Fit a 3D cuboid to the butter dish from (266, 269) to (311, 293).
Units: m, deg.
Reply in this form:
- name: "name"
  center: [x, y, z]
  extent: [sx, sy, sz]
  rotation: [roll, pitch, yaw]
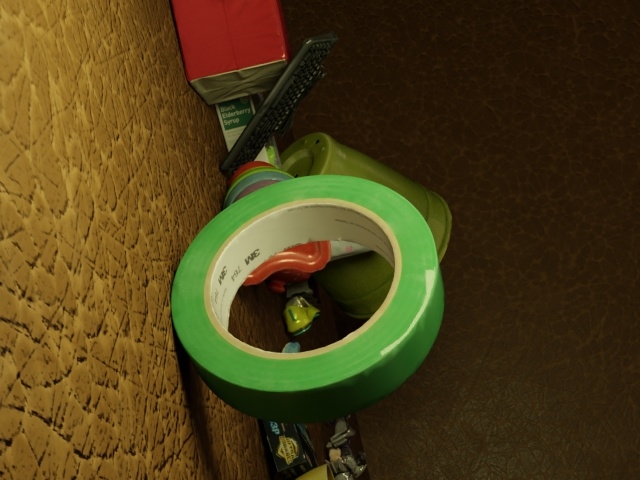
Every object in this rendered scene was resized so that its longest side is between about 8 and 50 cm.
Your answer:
- name: "butter dish"
  center: [-0.077, 0.044, 1.932]
  extent: [0.160, 0.160, 0.118]
  rotation: [57, 42, -77]

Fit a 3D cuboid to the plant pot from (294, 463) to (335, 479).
- name: "plant pot"
  center: [-0.020, 0.421, 1.533]
  extent: [0.134, 0.095, 0.134]
  rotation: [-15, 90, -87]

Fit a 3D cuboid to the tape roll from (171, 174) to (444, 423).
- name: "tape roll"
  center: [-0.015, 0.062, 1.194]
  extent: [0.077, 0.321, 0.321]
  rotation: [71, 6, -48]

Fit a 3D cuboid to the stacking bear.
- name: "stacking bear"
  center: [-0.100, -0.058, 1.780]
  extent: [0.289, 0.175, 0.164]
  rotation: [-119, -161, -67]

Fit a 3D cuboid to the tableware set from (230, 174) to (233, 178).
- name: "tableware set"
  center: [-0.152, -0.069, 1.990]
  extent: [0.154, 0.024, 0.104]
  rotation: [62, 11, -71]

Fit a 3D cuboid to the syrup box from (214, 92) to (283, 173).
- name: "syrup box"
  center: [-0.151, -0.233, 2.038]
  extent: [0.096, 0.093, 0.236]
  rotation: [-86, 162, -77]

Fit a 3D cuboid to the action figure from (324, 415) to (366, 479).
- name: "action figure"
  center: [0.057, 0.493, 2.463]
  extent: [0.185, 0.099, 0.285]
  rotation: [80, 3, -50]

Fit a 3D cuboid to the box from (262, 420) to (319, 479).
- name: "box"
  center: [-0.051, 0.324, 1.653]
  extent: [0.220, 0.051, 0.175]
  rotation: [70, 0, -60]

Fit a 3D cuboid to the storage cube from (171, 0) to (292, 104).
- name: "storage cube"
  center: [-0.156, -0.375, 1.805]
  extent: [0.215, 0.184, 0.193]
  rotation: [48, 29, -84]

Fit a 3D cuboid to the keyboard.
- name: "keyboard"
  center: [-0.062, -0.255, 1.848]
  extent: [0.033, 0.317, 0.201]
  rotation: [43, 30, 7]

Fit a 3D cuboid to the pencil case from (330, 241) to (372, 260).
- name: "pencil case"
  center: [0.000, 0.000, 2.120]
  extent: [0.113, 0.273, 0.124]
  rotation: [31, 38, -76]

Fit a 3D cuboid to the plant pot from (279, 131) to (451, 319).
- name: "plant pot"
  center: [0.053, -0.062, 2.328]
  extent: [0.353, 0.366, 0.366]
  rotation: [38, 24, -30]

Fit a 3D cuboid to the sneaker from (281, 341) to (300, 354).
- name: "sneaker"
  center: [-0.036, 0.273, 2.015]
  extent: [0.063, 0.073, 0.162]
  rotation: [72, 6, -48]

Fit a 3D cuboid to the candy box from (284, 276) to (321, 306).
- name: "candy box"
  center: [-0.063, 0.045, 2.510]
  extent: [0.159, 0.071, 0.233]
  rotation: [62, 14, -73]

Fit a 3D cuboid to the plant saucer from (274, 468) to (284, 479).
- name: "plant saucer"
  center: [-0.059, 0.412, 1.621]
  extent: [0.083, 0.013, 0.083]
  rotation: [-14, 90, -86]

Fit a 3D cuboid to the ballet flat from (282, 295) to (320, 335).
- name: "ballet flat"
  center: [-0.048, 0.168, 2.311]
  extent: [0.077, 0.077, 0.231]
  rotation: [60, 5, 1]
